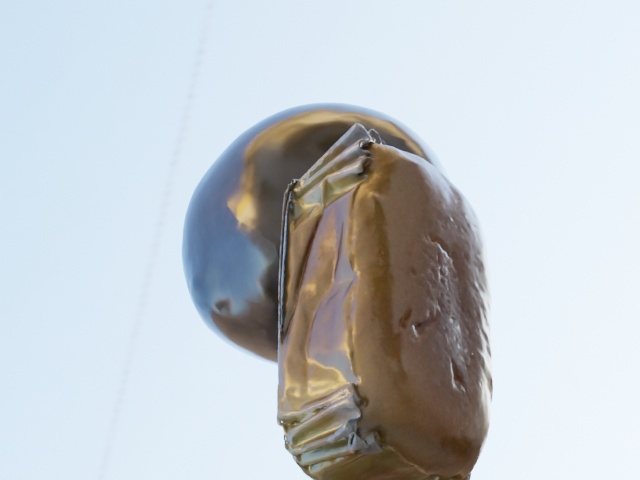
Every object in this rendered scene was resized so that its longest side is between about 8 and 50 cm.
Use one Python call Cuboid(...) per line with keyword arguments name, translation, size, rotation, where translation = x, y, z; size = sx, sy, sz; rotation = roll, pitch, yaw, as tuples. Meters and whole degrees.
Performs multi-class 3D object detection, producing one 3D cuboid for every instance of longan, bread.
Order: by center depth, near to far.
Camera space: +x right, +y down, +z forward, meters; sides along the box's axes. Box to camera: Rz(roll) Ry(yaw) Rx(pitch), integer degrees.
Cuboid(name="bread", translation=(0.046, 0.054, 1.266), size=(0.107, 0.241, 0.136), rotation=(-25, -43, 33))
Cuboid(name="longan", translation=(0.000, 0.000, 1.707), size=(0.258, 0.258, 0.258), rotation=(-26, -40, -25))
